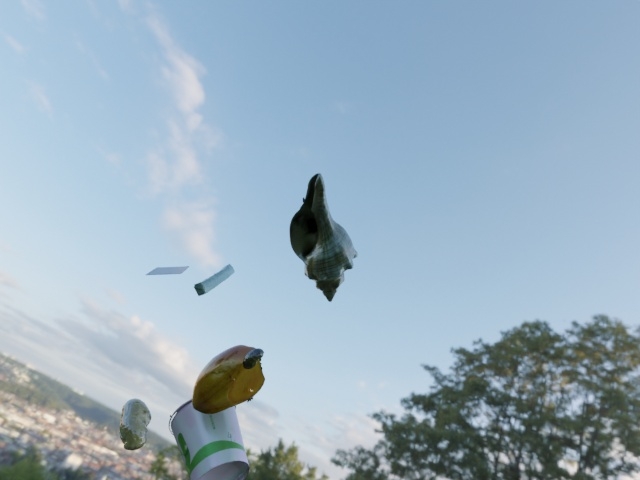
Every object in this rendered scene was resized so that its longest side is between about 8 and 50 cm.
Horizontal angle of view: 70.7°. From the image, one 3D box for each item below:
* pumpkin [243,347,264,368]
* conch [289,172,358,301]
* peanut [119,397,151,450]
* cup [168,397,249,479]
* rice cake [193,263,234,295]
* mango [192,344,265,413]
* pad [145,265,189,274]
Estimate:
[{"bbox_3d":[-0.225,0.384,1.488,0.050,0.083,0.028,17,-38,41],"label":"pumpkin"},{"bbox_3d":[0.003,0.000,1.336,0.203,0.386,0.169,-4,5,14],"label":"conch"},{"bbox_3d":[-0.495,0.490,1.210,0.080,0.080,0.174,43,1,-29],"label":"peanut"},{"bbox_3d":[-0.377,0.714,1.576,0.274,0.253,0.253,51,-6,45],"label":"cup"},{"bbox_3d":[-0.356,0.132,1.522,0.042,0.245,0.045,-27,-86,16],"label":"rice cake"},{"bbox_3d":[-0.326,0.479,1.546,0.138,0.257,0.187,-7,-78,58],"label":"mango"},{"bbox_3d":[-0.498,0.098,1.478,0.112,0.003,0.157,-2,6,-7],"label":"pad"}]
